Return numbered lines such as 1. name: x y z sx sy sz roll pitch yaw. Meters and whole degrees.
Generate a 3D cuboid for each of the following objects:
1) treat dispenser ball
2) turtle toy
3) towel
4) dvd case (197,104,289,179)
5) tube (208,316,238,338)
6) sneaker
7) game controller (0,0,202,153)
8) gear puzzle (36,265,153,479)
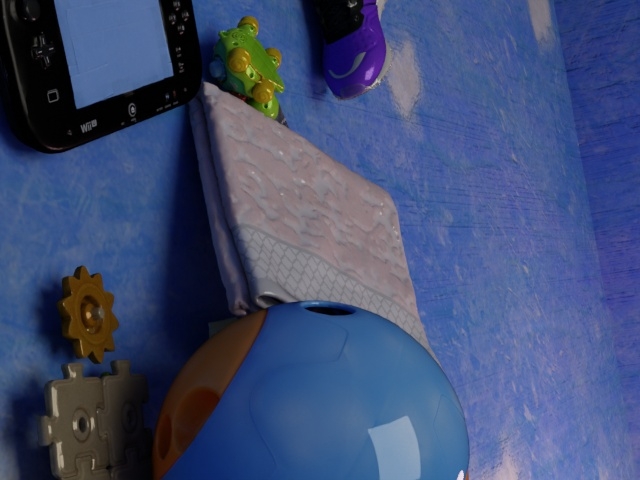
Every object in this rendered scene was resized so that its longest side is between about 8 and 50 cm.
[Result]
1. treat dispenser ball: -0.009 0.198 1.003 0.288 0.288 0.288 34 51 -55
2. turtle toy: -0.085 -0.193 1.301 0.130 0.066 0.095 52 29 -31
3. towel: 0.000 0.000 1.248 0.331 0.053 0.317 30 34 -42
4. dvd case: -0.067 -0.059 1.344 0.165 0.018 0.221 68 29 -20
5. tube: -0.077 0.201 1.181 0.062 0.070 0.240 -11 85 -28
6. sneaker: 0.025 -0.333 1.557 0.146 0.102 0.293 45 37 -42
7. game controller: -0.206 -0.191 1.068 0.319 0.067 0.167 -38 114 -60
8. gear puzzle: -0.201 0.190 0.955 0.175 0.044 0.339 11 71 -69
